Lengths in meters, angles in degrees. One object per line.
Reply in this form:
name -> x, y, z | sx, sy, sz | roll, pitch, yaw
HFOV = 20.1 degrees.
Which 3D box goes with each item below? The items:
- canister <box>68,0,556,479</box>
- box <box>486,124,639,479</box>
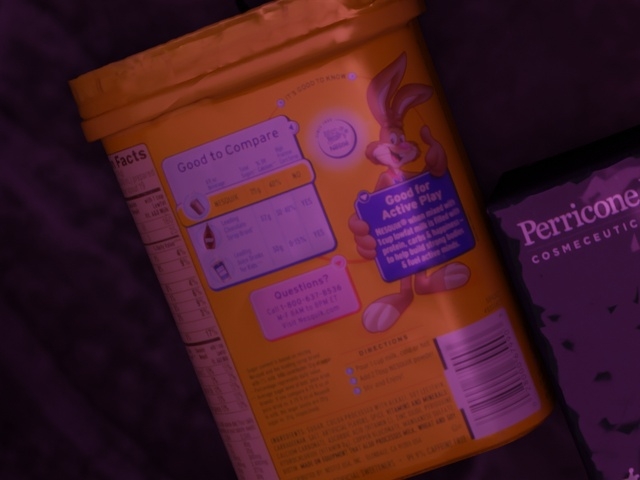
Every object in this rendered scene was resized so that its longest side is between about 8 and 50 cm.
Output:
canister -> 0.000, 0.000, 0.640 | 0.126, 0.073, 0.170 | -20, 97, 12
box -> 0.156, 0.028, 0.609 | 0.156, 0.093, 0.158 | -21, 94, 12
